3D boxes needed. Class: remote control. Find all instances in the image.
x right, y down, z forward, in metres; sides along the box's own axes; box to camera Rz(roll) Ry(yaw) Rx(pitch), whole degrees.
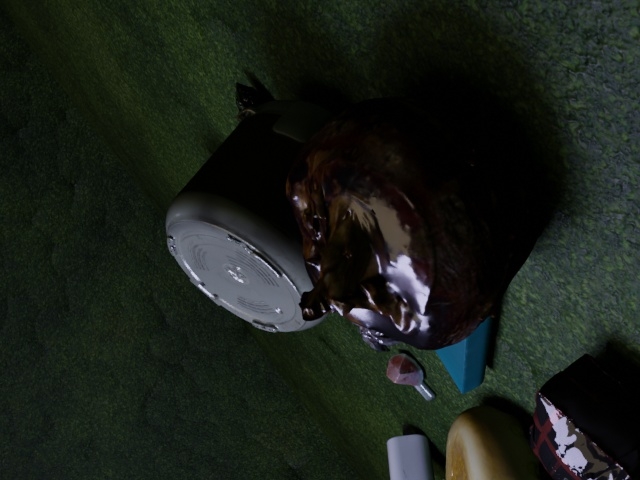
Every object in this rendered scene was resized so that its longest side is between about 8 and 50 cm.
[{"bbox_3d":[0.233,0.343,1.696,0.124,0.018,0.053,48,161,14],"label":"remote control"}]

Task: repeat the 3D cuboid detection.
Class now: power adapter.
[{"bbox_3d":[0.261,0.656,1.977,0.187,0.124,0.255,74,-170,-46],"label":"power adapter"}]

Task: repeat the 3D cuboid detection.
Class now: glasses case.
[{"bbox_3d":[0.249,0.150,1.205,0.117,0.070,0.301,60,171,34],"label":"glasses case"}]

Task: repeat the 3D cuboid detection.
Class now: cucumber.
[{"bbox_3d":[-0.079,-0.188,1.358,0.300,0.072,0.072,54,162,-5],"label":"cucumber"}]

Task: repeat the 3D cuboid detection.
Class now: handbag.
[{"bbox_3d":[0.380,0.271,0.963,0.169,0.155,0.215,50,166,32],"label":"handbag"}]

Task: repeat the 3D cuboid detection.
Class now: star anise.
[{"bbox_3d":[0.109,0.188,1.634,0.180,0.061,0.204,40,159,34],"label":"star anise"}]

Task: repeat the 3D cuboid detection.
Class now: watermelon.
[{"bbox_3d":[0.200,0.318,1.643,0.092,0.072,0.084,53,169,-3],"label":"watermelon"}]

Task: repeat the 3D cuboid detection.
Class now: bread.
[{"bbox_3d":[0.344,0.488,1.363,0.333,0.160,0.333,180,90,-86],"label":"bread"}]

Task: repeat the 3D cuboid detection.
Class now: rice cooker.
[{"bbox_3d":[-0.054,-0.045,1.168,0.335,0.325,0.335,25,149,16],"label":"rice cooker"}]

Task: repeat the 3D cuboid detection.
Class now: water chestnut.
[{"bbox_3d":[0.086,-0.007,0.877,0.335,0.347,0.335,38,148,30],"label":"water chestnut"}]

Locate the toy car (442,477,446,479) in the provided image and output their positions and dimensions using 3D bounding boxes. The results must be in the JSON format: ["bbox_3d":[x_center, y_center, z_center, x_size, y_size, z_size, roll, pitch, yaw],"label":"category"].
[{"bbox_3d":[0.434,0.796,1.812,0.213,0.176,0.359,72,178,-48],"label":"toy car"}]
